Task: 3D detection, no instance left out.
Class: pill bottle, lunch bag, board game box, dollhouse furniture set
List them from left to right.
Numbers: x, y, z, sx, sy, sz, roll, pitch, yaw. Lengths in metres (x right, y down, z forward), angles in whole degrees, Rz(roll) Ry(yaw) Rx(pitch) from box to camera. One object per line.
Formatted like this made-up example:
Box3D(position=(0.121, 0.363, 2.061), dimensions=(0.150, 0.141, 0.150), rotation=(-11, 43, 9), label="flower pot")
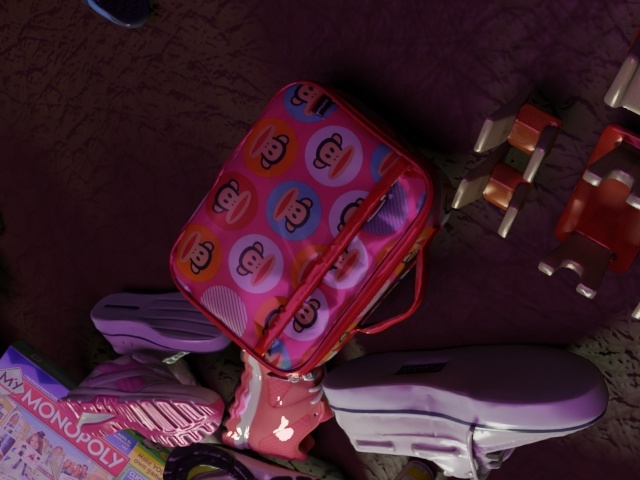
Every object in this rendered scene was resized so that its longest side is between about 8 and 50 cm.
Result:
Box3D(position=(-0.383, 0.326, 1.326), dimensions=(0.317, 0.046, 0.213), rotation=(37, 100, 1), label="board game box")
Box3D(position=(0.000, 0.000, 0.984), dimensions=(0.258, 0.120, 0.293), rotation=(40, 105, 16), label="lunch bag")
Box3D(position=(0.109, 0.320, 1.142), dimensions=(0.043, 0.083, 0.043), rotation=(16, 121, 29), label="pill bottle")
Box3D(position=(0.290, -0.073, 0.815), dimensions=(0.262, 0.135, 0.259), rotation=(33, 139, 18), label="dollhouse furniture set")

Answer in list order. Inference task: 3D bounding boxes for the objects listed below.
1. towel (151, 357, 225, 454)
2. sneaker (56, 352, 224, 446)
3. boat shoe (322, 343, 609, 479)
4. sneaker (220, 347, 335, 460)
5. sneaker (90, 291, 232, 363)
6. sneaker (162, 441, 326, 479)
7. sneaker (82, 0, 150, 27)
Box3D(position=(-0.259, 0.384, 1.371), dimensions=(0.317, 0.053, 0.332), rotation=(-30, 94, 11), label="towel")
Box3D(position=(-0.237, 0.205, 1.227), dimensions=(0.252, 0.111, 0.103), rotation=(1, 134, 26), label="sneaker")
Box3D(position=(0.164, 0.217, 1.020), dimensions=(0.367, 0.136, 0.156), rotation=(-9, 107, 41), label="boat shoe")
Box3D(position=(-0.032, 0.172, 1.173), dimensions=(0.136, 0.116, 0.314), rotation=(22, 128, 8), label="sneaker")
Box3D(position=(-0.215, 0.130, 1.286), dimensions=(0.258, 0.094, 0.091), rotation=(6, 135, 37), label="sneaker")
Box3D(position=(-0.070, 0.353, 1.264), dimensions=(0.300, 0.121, 0.111), rotation=(25, 88, -2), label="sneaker")
Box3D(position=(-0.295, -0.336, 1.122), dimensions=(0.209, 0.069, 0.082), rotation=(40, 163, 1), label="sneaker")
